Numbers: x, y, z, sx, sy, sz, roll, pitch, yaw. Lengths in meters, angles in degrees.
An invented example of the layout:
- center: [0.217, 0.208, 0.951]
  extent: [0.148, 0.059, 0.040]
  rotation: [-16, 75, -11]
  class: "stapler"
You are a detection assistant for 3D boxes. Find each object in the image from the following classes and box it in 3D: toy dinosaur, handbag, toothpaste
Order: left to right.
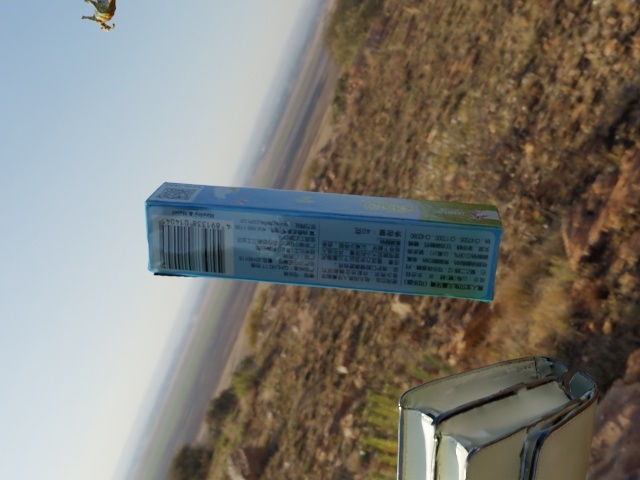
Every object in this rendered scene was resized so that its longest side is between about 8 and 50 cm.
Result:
- center: [-0.273, -0.293, 0.935]
  extent: [0.113, 0.041, 0.026]
  rotation: [132, 155, -64]
  class: "toy dinosaur"
- center: [0.000, 0.000, 0.583]
  extent: [0.050, 0.267, 0.065]
  rotation: [-73, -14, -67]
  class: "toothpaste"
- center: [0.230, 0.348, 0.972]
  extent: [0.160, 0.237, 0.358]
  rotation: [32, 128, 52]
  class: "handbag"
